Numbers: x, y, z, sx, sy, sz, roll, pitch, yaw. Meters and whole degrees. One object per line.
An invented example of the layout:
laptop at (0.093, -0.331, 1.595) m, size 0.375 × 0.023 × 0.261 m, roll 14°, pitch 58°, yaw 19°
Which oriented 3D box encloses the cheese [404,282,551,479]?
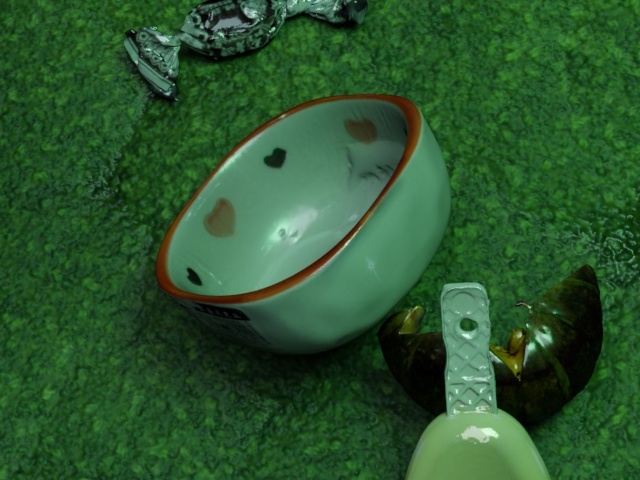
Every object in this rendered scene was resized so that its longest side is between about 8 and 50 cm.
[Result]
cheese at (0.116, 0.152, 1.247) m, size 0.127 × 0.054 × 0.252 m, roll -4°, pitch 108°, yaw 8°

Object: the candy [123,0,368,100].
candy at (-0.068, -0.199, 1.511) m, size 0.226 × 0.051 × 0.094 m, roll -19°, pitch 68°, yaw 1°

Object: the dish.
dish at (0.000, 0.000, 1.348) m, size 0.256 × 0.117 × 0.256 m, roll -27°, pitch 33°, yaw 19°

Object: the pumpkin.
pumpkin at (0.145, 0.097, 1.309) m, size 0.183 × 0.119 × 0.108 m, roll -15°, pitch 66°, yaw 3°
